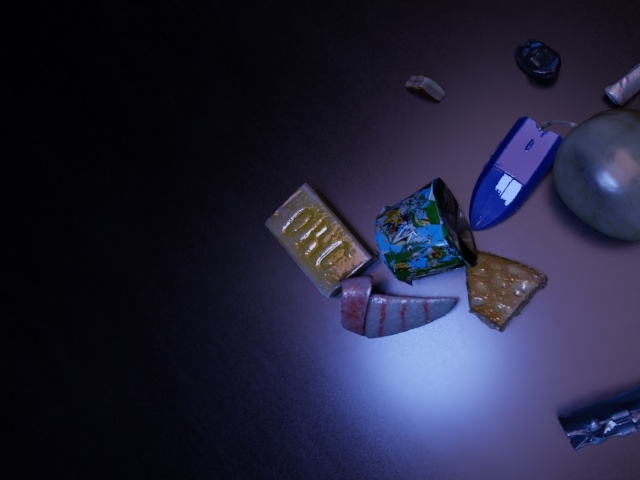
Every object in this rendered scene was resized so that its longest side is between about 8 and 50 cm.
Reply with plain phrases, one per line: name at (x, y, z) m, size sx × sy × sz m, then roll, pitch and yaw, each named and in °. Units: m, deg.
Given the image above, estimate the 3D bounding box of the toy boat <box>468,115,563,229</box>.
toy boat at (0.457, -0.148, 1.411) m, size 0.129 × 0.088 × 0.295 m, roll 37°, pitch 106°, yaw 17°

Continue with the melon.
melon at (0.653, -0.145, 1.256) m, size 0.272 × 0.272 × 0.307 m, roll -16°, pitch 82°, yaw 15°

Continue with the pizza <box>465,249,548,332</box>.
pizza at (0.413, 0.117, 1.400) m, size 0.204 × 0.080 × 0.188 m, roll 32°, pitch 71°, yaw 28°

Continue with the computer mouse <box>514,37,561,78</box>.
computer mouse at (0.540, -0.447, 1.432) m, size 0.079 × 0.047 × 0.135 m, roll -32°, pitch 64°, yaw 0°

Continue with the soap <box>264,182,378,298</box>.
soap at (0.000, 0.000, 1.532) m, size 0.173 × 0.089 × 0.274 m, roll -44°, pitch 73°, yaw 10°

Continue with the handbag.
handbag at (0.640, 0.384, 1.239) m, size 0.229 × 0.179 × 0.062 m, roll -25°, pitch 77°, yaw 12°

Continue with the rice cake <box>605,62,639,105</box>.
rice cake at (0.788, -0.415, 1.346) m, size 0.256 × 0.052 × 0.057 m, roll -39°, pitch 77°, yaw 10°

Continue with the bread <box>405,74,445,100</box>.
bread at (0.272, -0.404, 1.505) m, size 0.109 × 0.062 × 0.043 m, roll 29°, pitch 92°, yaw 15°

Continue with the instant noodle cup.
instant noodle cup at (0.246, -0.012, 1.383) m, size 0.178 × 0.240 × 0.240 m, roll -23°, pitch 77°, yaw 26°

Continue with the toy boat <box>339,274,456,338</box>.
toy boat at (0.189, 0.172, 1.435) m, size 0.283 × 0.096 × 0.206 m, roll 1°, pitch 124°, yaw 7°
